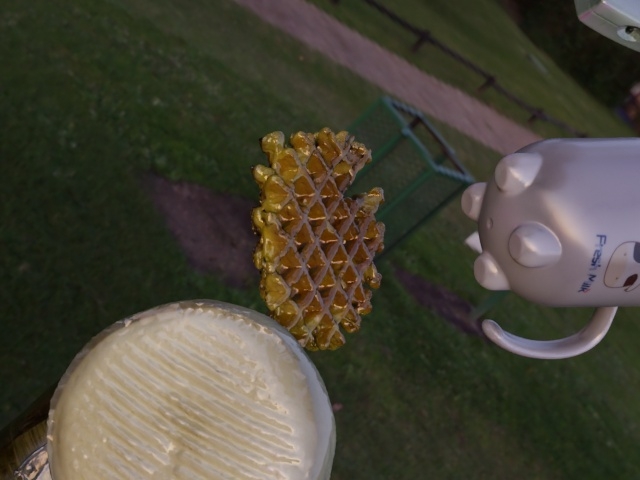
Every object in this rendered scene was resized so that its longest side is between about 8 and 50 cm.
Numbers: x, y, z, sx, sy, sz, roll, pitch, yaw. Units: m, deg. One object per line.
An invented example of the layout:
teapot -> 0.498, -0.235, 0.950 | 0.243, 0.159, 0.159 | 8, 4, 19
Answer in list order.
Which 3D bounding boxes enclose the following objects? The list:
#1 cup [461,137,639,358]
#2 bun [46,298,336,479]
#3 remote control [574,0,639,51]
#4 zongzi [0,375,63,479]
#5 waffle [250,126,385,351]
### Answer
cup -> 0.187, -0.002, 0.837 | 0.142, 0.173, 0.134 | -2, 56, -21
bun -> -0.114, 0.194, 1.006 | 0.287, 0.287, 0.146 | 58, 9, 25
remote control -> 0.342, -0.388, 1.273 | 0.145, 0.050, 0.344 | 16, 59, -33
zongzi -> -0.299, 0.410, 1.381 | 0.432, 0.403, 0.208 | 51, 4, 16
waffle -> 0.000, 0.000, 1.098 | 0.228, 0.051, 0.232 | 4, 90, -60
